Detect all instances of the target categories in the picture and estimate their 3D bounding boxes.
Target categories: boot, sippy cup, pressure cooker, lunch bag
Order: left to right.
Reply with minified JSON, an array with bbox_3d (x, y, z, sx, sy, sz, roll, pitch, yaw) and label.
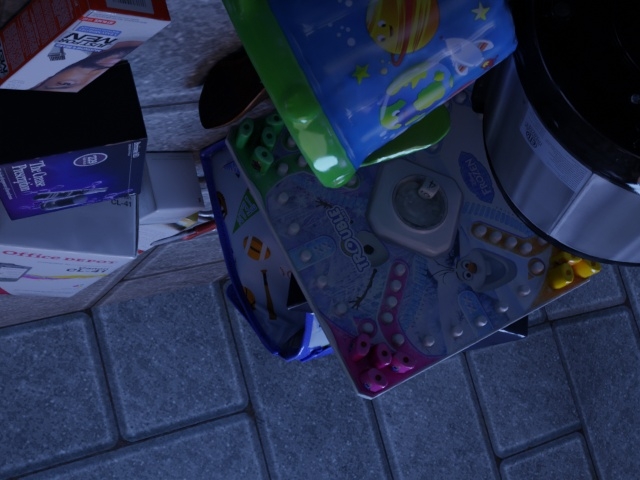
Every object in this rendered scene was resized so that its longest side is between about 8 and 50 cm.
[{"bbox_3d":[-0.066,-0.195,1.057,0.106,0.082,0.219,-6,166,-38],"label":"boot"},{"bbox_3d":[0.000,0.000,1.457,0.239,0.385,0.328,-22,171,40],"label":"lunch bag"},{"bbox_3d":[0.050,-0.201,0.793,0.224,0.240,0.305,-28,180,6],"label":"sippy cup"},{"bbox_3d":[0.372,-0.165,0.981,0.376,0.369,0.420,0,165,4],"label":"pressure cooker"}]

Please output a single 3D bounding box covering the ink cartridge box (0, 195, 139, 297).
[{"bbox_3d":[-0.455,-0.003,1.358,0.226,0.131,0.306,7,162,-34],"label":"ink cartridge box"}]

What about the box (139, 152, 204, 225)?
[{"bbox_3d":[-0.262,-0.084,1.389,0.087,0.101,0.101,-20,171,42],"label":"box"}]

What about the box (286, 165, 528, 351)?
[{"bbox_3d":[0.144,-0.036,1.277,0.313,0.343,0.179,17,157,-28],"label":"box"}]

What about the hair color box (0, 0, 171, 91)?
[{"bbox_3d":[-0.233,-0.199,0.810,0.167,0.053,0.093,-20,172,41],"label":"hair color box"}]

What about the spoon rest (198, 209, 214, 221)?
[{"bbox_3d":[-0.173,-0.087,1.623,0.276,0.084,0.137,-9,170,-36],"label":"spoon rest"}]

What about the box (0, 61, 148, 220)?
[{"bbox_3d":[-0.321,-0.116,1.064,0.184,0.103,0.261,-16,173,-16],"label":"box"}]

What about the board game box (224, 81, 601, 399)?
[{"bbox_3d":[0.131,-0.050,1.115,0.390,0.389,0.050,-24,170,-22],"label":"board game box"}]

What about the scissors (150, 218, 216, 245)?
[{"bbox_3d":[-0.244,-0.007,1.527,0.109,0.021,0.297,-23,-177,31],"label":"scissors"}]

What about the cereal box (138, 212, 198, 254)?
[{"bbox_3d":[-0.353,-0.041,1.529,0.173,0.047,0.240,18,154,-35],"label":"cereal box"}]
